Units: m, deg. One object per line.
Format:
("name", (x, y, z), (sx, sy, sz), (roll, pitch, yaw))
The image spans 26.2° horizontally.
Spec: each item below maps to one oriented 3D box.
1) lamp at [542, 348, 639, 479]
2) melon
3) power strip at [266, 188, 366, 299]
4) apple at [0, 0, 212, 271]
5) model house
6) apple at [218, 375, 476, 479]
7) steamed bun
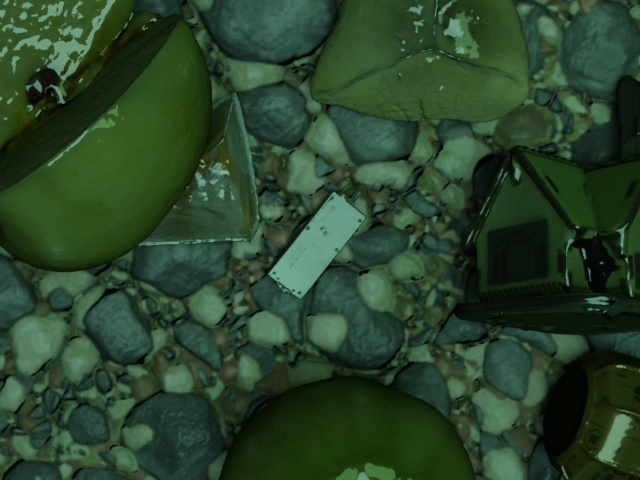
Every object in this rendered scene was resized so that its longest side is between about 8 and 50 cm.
("lamp", (0.341, 0.206, 1.461), (0.185, 0.161, 0.161), (17, 96, -10))
("melon", (-0.121, -0.043, 1.410), (0.139, 0.093, 0.202), (42, 98, -18))
("power strip", (0.000, 0.000, 1.462), (0.051, 0.019, 0.136), (37, 93, -8))
("apple", (-0.238, -0.111, 1.305), (0.295, 0.233, 0.258), (32, 69, 28))
("model house", (0.265, -0.045, 1.405), (0.218, 0.205, 0.279), (10, 77, -43))
("apple", (0.031, 0.265, 1.397), (0.279, 0.279, 0.279), (-1, 99, -6))
("steamed bun", (0.126, -0.209, 1.400), (0.212, 0.110, 0.231), (24, 98, -9))
